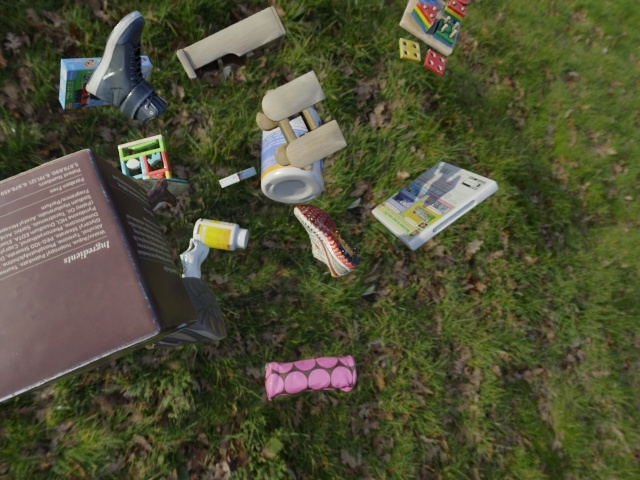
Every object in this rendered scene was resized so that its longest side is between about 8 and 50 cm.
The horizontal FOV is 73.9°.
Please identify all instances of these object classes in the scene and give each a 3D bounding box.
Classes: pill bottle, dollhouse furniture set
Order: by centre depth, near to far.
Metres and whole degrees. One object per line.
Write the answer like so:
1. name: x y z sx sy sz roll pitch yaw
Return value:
1. dollhouse furniture set: -0.097 -0.217 0.703 0.161 0.212 0.242 -28 105 -5
2. pill bottle: -0.071 -0.244 1.062 0.152 0.152 0.272 5 66 -17
3. pill bottle: -0.421 -0.022 1.816 0.215 0.117 0.117 9 80 0

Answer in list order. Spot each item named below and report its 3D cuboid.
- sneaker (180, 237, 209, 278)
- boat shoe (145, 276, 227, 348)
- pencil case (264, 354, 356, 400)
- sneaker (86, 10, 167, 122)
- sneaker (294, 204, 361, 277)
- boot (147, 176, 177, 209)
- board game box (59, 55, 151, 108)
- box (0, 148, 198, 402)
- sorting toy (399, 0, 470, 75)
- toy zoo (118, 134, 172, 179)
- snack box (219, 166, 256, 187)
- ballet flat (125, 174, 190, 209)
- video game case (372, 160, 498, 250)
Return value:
1. sneaker: -0.506 0.093 1.639 0.094 0.080 0.212 43 47 -46
2. boat shoe: -0.299 0.143 0.842 0.130 0.355 0.132 -22 66 3
3. pencil case: -0.024 0.319 0.992 0.209 0.098 0.095 0 40 -12
4. sneaker: -0.401 -0.373 0.953 0.163 0.226 0.086 37 34 -16
5. sneaker: 0.000 0.000 1.091 0.088 0.093 0.225 -18 66 -51
6. boot: -0.412 -0.084 1.058 0.037 0.106 0.114 14 56 18
7. board game box: -0.576 -0.424 1.141 0.211 0.160 0.039 -24 84 -38
8. box: -0.270 0.038 0.485 0.167 0.168 0.203 -23 84 -7
9. sorting toy: 0.254 -0.491 0.938 0.132 0.046 0.274 27 67 -11
10. toy zoo: -0.712 -0.271 1.750 0.192 0.030 0.293 -14 84 3
11. snack box: -0.359 -0.274 1.848 0.100 0.141 0.037 -34 107 -42
12. ballet flat: -0.568 -0.146 1.331 0.348 0.123 0.123 1 81 -53
13. video game case: 0.219 -0.079 0.864 0.193 0.212 0.023 -36 114 2
